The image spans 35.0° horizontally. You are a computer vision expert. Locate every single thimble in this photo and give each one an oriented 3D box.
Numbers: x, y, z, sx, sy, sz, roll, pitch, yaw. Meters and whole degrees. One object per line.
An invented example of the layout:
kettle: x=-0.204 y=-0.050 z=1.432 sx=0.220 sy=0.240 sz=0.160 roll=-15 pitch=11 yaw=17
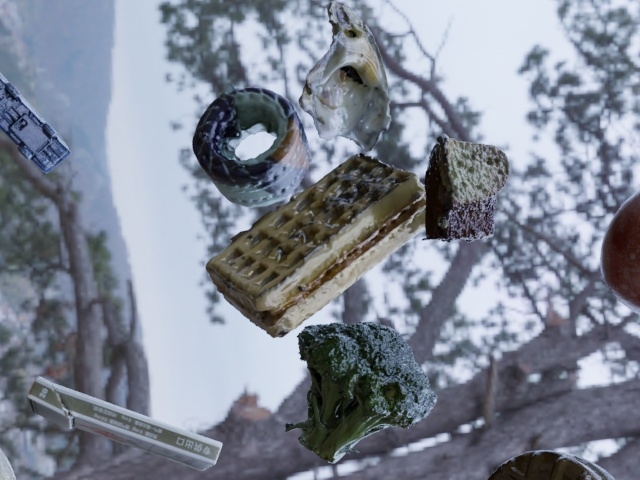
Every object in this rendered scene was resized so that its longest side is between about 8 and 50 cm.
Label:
thimble: x=-0.140 y=-0.197 z=2.070 sx=0.150 sy=0.237 sz=0.237 roll=63 pitch=15 yaw=-61

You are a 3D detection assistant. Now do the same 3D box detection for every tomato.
tomato: x=0.608 y=0.018 z=1.707 sx=0.227 sy=0.270 sz=0.270 roll=38 pitch=-38 yaw=29

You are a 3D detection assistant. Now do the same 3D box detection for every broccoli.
broccoli: x=0.060 y=0.286 z=1.952 sx=0.283 sy=0.304 sz=0.321 roll=-58 pitch=169 yaw=-3

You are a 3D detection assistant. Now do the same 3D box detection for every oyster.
oyster: x=0.052 y=-0.347 z=2.220 sx=0.100 sy=0.275 sz=0.271 roll=5 pitch=-121 yaw=55

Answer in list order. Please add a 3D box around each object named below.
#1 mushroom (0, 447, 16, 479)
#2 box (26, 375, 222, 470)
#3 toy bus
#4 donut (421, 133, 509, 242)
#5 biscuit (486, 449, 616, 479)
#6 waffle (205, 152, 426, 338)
mushroom: x=-0.624 y=0.361 z=1.463 sx=0.315 sy=0.356 sz=0.315 roll=0 pitch=-90 yaw=54
box: x=-0.204 y=0.193 z=1.050 sx=0.109 sy=0.198 sz=0.029 roll=130 pitch=-20 yaw=-69
toy bus: x=-0.577 y=-0.232 z=1.922 sx=0.094 sy=0.079 sz=0.236 roll=39 pitch=-10 yaw=51
donut: x=0.231 y=-0.082 z=1.660 sx=0.144 sy=0.126 sz=0.186 roll=-133 pitch=-135 yaw=-77
biscuit: x=0.392 y=0.513 z=1.701 sx=0.332 sy=0.103 sz=0.332 roll=-10 pitch=-103 yaw=47
waffle: x=0.000 y=0.000 z=1.804 sx=0.114 sy=0.376 sz=0.261 roll=59 pitch=-14 yaw=-23
